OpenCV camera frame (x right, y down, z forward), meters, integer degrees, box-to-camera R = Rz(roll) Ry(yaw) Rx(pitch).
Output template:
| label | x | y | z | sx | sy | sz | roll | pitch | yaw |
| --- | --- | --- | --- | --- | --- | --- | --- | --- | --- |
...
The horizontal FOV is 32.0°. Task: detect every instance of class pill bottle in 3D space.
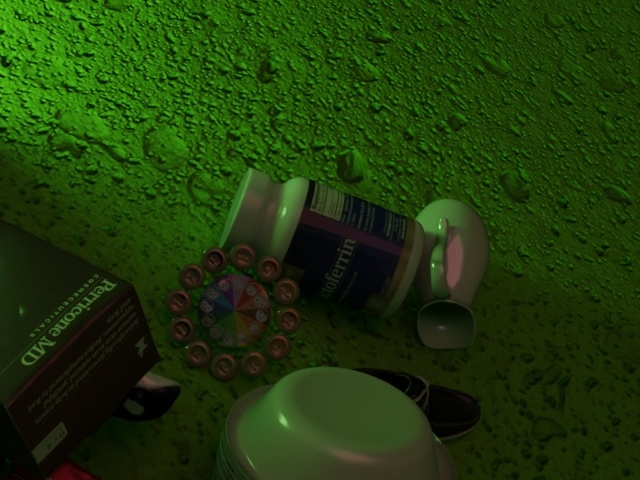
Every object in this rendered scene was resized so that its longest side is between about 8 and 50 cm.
| label | x | y | z | sx | sy | sz | roll | pitch | yaw |
| --- | --- | --- | --- | --- | --- | --- | --- | --- | --- |
| pill bottle | 0.000 | 0.000 | 1.576 | 0.264 | 0.153 | 0.153 | 20 | 49 | -8 |

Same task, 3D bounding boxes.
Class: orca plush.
| label | x | y | z | sx | sy | sz | roll | pitch | yaw |
| --- | --- | --- | --- | --- | --- | --- | --- | --- | --- |
| orca plush | -0.318 | 0.169 | 1.343 | 0.287 | 0.151 | 0.102 | 22 | 83 | -5 |

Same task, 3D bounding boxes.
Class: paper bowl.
| label | x | y | z | sx | sy | sz | roll | pitch | yaw |
| --- | --- | --- | --- | --- | --- | --- | --- | --- | --- |
| paper bowl | 0.021 | 0.257 | 1.322 | 0.284 | 0.148 | 0.284 | 14 | 24 | -6 |

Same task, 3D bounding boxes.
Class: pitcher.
| label | x | y | z | sx | sy | sz | roll | pitch | yaw |
| --- | --- | --- | --- | --- | --- | --- | --- | --- | --- |
| pitcher | 0.183 | 0.028 | 1.625 | 0.125 | 0.178 | 0.207 | 0 | 52 | 10 |

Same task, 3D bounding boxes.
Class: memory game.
| label | x | y | z | sx | sy | sz | roll | pitch | yaw |
| --- | --- | --- | --- | --- | --- | --- | --- | --- | --- |
| memory game | -0.114 | 0.095 | 1.486 | 0.186 | 0.012 | 0.186 | 1 | 83 | -7 |

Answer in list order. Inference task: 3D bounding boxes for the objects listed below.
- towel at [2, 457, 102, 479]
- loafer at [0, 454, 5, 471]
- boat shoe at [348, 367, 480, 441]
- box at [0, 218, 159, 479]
| label | x | y | z | sx | sy | sz | roll | pitch | yaw |
| --- | --- | --- | --- | --- | --- | --- | --- | --- | --- |
| towel | -0.313 | 0.373 | 1.235 | 0.198 | 0.031 | 0.275 | 32 | 49 | 2 |
| loafer | -0.499 | 0.205 | 1.233 | 0.302 | 0.095 | 0.109 | 11 | 51 | -17 |
| boat shoe | 0.119 | 0.220 | 1.514 | 0.233 | 0.079 | 0.084 | 11 | 50 | -18 |
| box | -0.389 | 0.084 | 1.236 | 0.381 | 0.143 | 0.191 | 23 | 53 | 27 |
